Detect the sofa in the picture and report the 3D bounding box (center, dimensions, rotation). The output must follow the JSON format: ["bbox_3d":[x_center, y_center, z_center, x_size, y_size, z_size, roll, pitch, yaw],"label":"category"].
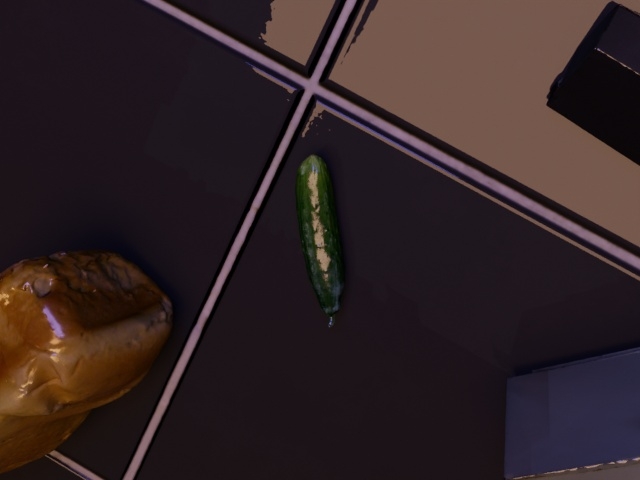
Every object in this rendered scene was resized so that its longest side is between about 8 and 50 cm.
[{"bbox_3d":[0.251,-0.100,0.579,0.147,0.060,0.085,33,157,4],"label":"sofa"}]

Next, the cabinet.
[{"bbox_3d":[0.265,0.178,0.615,0.206,0.150,0.145,-16,108,21],"label":"cabinet"}]

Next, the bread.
[{"bbox_3d":[-0.280,0.126,0.750,0.294,0.167,0.132,-34,73,25],"label":"bread"}]

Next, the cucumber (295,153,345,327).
[{"bbox_3d":[0.000,0.000,0.694,0.037,0.037,0.155,-3,106,17],"label":"cucumber"}]
